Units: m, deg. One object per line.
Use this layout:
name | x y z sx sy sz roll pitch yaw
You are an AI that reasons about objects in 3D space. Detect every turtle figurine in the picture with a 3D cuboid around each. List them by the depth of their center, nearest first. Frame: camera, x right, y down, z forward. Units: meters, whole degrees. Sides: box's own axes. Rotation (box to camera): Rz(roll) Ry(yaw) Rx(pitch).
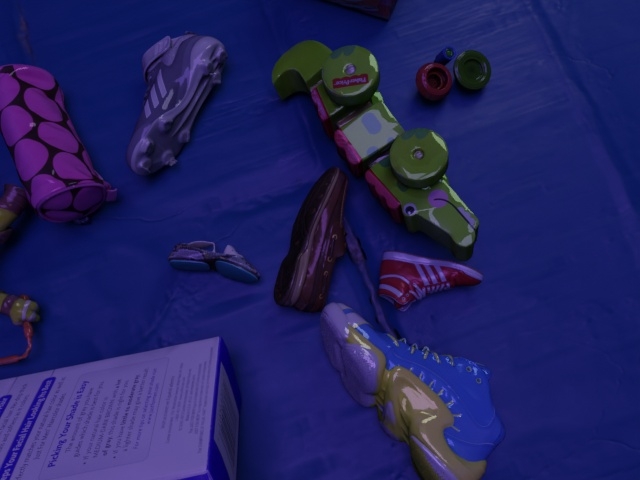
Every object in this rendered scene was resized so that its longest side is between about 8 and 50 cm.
turtle figurine | -0.450 0.023 0.706 0.269 0.087 0.217 15 76 7

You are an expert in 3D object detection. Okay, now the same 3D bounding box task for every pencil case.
pencil case | -0.338 -0.123 0.737 0.098 0.095 0.209 -20 71 -30

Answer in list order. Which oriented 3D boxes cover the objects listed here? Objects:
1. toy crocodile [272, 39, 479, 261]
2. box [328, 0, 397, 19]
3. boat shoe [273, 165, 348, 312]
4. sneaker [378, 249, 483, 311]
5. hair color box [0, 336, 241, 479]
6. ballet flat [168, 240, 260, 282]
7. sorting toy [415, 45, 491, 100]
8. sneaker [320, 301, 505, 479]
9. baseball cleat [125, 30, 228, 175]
toy crocodile | 0.065 -0.112 0.698 0.105 0.115 0.341 -36 74 0
box | 0.074 -0.471 0.777 0.154 0.142 0.300 20 77 9
boat shoe | 0.000 0.000 0.703 0.060 0.064 0.178 23 77 -22
sneaker | 0.124 0.054 0.684 0.118 0.042 0.067 10 72 14
hair color box | -0.255 0.220 0.586 0.338 0.185 0.110 -10 119 0
ballet flat | -0.125 0.021 0.713 0.114 0.041 0.041 10 76 5
sorting toy | 0.164 -0.213 0.760 0.101 0.042 0.061 -16 90 -13
sneaker | 0.105 0.150 0.650 0.126 0.091 0.240 -30 74 -24
baseball cleat | -0.203 -0.180 0.765 0.109 0.072 0.206 24 73 24
